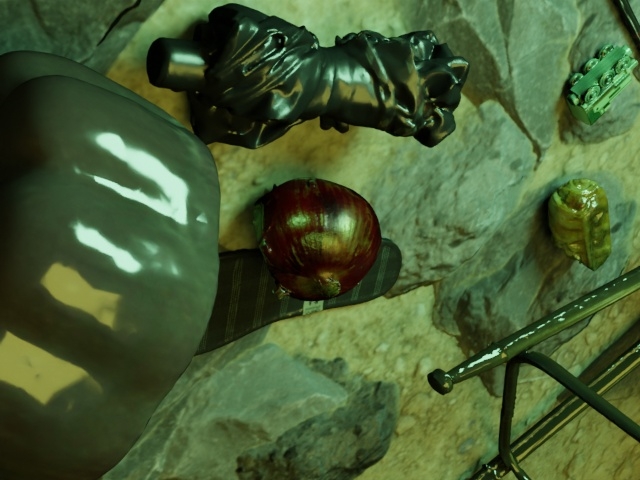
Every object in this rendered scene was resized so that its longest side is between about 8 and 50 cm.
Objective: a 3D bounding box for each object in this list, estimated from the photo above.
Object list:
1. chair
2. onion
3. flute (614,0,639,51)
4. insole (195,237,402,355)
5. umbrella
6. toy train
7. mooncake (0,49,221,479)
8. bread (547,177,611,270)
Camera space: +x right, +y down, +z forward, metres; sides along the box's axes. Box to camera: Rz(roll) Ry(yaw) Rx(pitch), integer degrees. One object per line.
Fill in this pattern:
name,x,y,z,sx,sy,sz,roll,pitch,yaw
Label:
chair,0.389,0.203,1.270,0.410,0.365,0.362,-42,150,-21
onion,0.000,0.000,1.025,0.118,0.118,0.117,-38,156,-9
flute,0.327,-0.212,1.191,0.014,0.014,0.269,-46,134,-1
insole,-0.052,0.053,1.094,0.309,0.012,0.110,-10,123,-31
umbrella,-0.011,-0.129,0.942,0.272,0.122,0.110,-1,76,-31
toy train,0.287,-0.162,1.183,0.083,0.033,0.053,-43,140,-5
mooncake,-0.209,0.025,0.777,0.154,0.306,0.306,29,99,-38
bread,0.281,-0.019,1.255,0.066,0.060,0.110,-13,132,6
